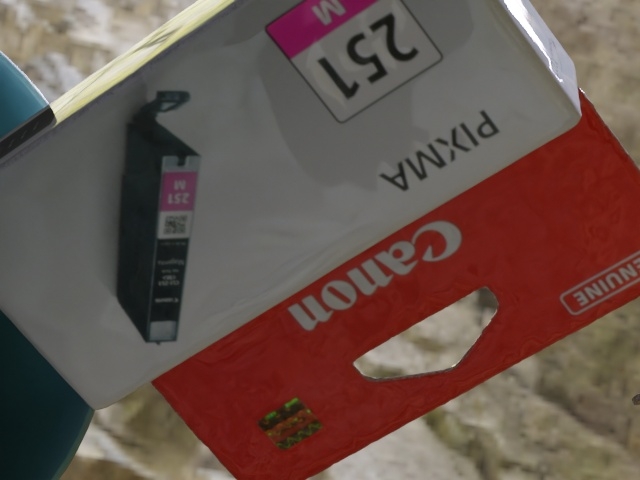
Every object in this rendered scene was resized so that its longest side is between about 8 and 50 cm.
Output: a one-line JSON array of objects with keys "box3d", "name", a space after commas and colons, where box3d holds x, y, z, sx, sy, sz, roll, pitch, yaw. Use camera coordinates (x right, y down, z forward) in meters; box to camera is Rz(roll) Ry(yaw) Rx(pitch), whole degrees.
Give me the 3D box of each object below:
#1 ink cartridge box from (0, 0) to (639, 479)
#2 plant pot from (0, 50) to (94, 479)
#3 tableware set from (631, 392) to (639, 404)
[{"box3d": [0.000, 0.000, 0.740, 0.275, 0.239, 0.060, -32, -160, 21], "name": "ink cartridge box"}, {"box3d": [-0.293, 0.034, 0.829, 0.235, 0.293, 0.293, -11, -115, 48], "name": "plant pot"}, {"box3d": [0.196, 0.025, 0.647, 0.104, 0.154, 0.024, -48, -123, 43], "name": "tableware set"}]
